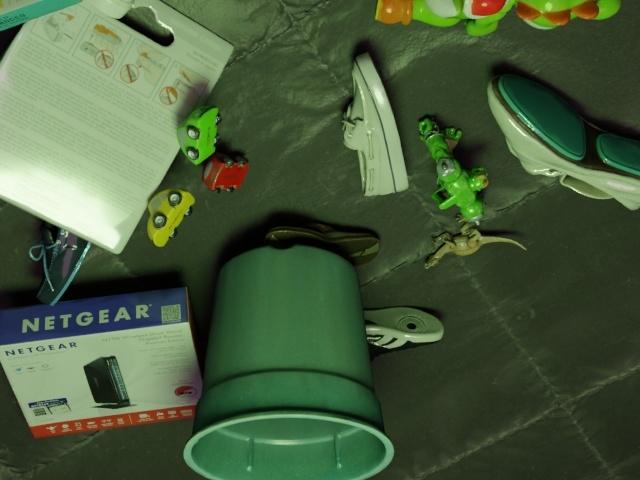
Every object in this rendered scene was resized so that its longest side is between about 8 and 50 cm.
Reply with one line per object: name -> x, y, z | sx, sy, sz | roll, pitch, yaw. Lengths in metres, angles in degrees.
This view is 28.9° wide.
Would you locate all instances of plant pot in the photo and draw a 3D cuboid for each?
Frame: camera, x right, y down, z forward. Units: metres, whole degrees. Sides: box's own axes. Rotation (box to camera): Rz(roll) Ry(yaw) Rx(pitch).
plant pot -> -0.056, 0.209, 2.096 | 0.341, 0.334, 0.341 | -2, 149, -1

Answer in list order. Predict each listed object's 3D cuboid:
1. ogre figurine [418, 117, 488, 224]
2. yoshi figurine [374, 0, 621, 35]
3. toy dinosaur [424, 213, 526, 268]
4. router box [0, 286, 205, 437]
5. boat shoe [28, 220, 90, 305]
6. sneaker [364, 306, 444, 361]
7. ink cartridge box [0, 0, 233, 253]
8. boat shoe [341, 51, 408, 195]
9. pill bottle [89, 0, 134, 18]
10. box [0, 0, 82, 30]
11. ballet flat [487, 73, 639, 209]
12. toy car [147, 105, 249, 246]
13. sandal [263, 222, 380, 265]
ogre figurine -> 0.227, -0.103, 2.074 | 0.096, 0.118, 0.197 | -12, 127, 2
yoshi figurine -> 0.268, -0.405, 1.859 | 0.362, 0.203, 0.203 | 6, 86, 5
toy dinosaur -> 0.265, -0.002, 2.207 | 0.183, 0.053, 0.093 | -14, 142, 12
router box -> -0.381, 0.223, 2.221 | 0.335, 0.082, 0.301 | -7, 140, -1
boat shoe -> -0.428, -0.015, 2.086 | 0.089, 0.109, 0.258 | 23, 104, -15
sneaker -> 0.116, 0.190, 2.309 | 0.216, 0.079, 0.121 | 4, 129, 1
ink cartridge box -> -0.360, -0.212, 1.932 | 0.308, 0.091, 0.385 | 28, 92, -25
boat shoe -> 0.076, -0.181, 2.020 | 0.088, 0.096, 0.267 | -17, 135, 0
pill bottle -> -0.260, -0.414, 1.788 | 0.112, 0.112, 0.186 | 36, 113, -28
box -> -0.478, -0.360, 1.806 | 0.244, 0.060, 0.101 | -17, 83, 7
ballet flat -> 0.417, -0.143, 2.075 | 0.400, 0.139, 0.139 | 22, 121, -22
toy car -> -0.197, -0.128, 1.958 | 0.053, 0.239, 0.225 | 31, 138, 20
sandal -> 0.000, 0.000, 2.166 | 0.219, 0.060, 0.090 | -2, 134, -24
